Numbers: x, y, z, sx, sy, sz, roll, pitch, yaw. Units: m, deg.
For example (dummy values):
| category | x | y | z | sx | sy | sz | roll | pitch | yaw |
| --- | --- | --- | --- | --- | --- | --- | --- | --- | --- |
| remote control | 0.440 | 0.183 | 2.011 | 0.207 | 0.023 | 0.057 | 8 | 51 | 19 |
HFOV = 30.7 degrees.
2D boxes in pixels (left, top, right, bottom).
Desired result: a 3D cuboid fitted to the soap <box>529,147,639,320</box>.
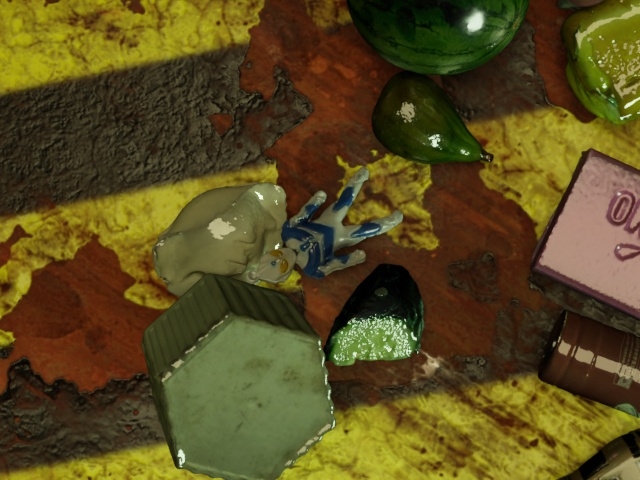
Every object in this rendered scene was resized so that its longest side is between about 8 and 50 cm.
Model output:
| category | x | y | z | sx | sy | sz | roll | pitch | yaw |
| --- | --- | --- | --- | --- | --- | --- | --- | --- | --- |
| soap | 0.428 | 0.010 | 1.535 | 0.259 | 0.081 | 0.181 | 27 | 88 | 6 |

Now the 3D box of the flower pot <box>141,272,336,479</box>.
| category | x | y | z | sx | sy | sz | roll | pitch | yaw |
| --- | --- | --- | --- | --- | --- | --- | --- | --- | --- |
| flower pot | -0.108 | 0.175 | 1.477 | 0.209 | 0.189 | 0.239 | -12 | 107 | -12 |

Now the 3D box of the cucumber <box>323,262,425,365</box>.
| category | x | y | z | sx | sy | sz | roll | pitch | yaw |
| --- | --- | --- | --- | --- | --- | --- | --- | --- | --- |
| cucumber | 0.079 | 0.091 | 1.502 | 0.115 | 0.193 | 0.085 | 9 | 113 | 10 |

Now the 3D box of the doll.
| category | x | y | z | sx | sy | sz | roll | pitch | yaw |
| --- | --- | --- | --- | --- | --- | --- | --- | --- | --- |
| doll | 0.000 | 0.000 | 1.561 | 0.227 | 0.057 | 0.114 | -35 | 88 | -15 |

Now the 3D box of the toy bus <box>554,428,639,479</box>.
| category | x | y | z | sx | sy | sz | roll | pitch | yaw |
| --- | --- | --- | --- | --- | --- | --- | --- | --- | --- |
| toy bus | 0.421 | 0.395 | 1.478 | 0.157 | 0.139 | 0.289 | -24 | 87 | 7 |

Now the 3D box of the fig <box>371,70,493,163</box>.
| category | x | y | z | sx | sy | sz | roll | pitch | yaw |
| --- | --- | --- | --- | --- | --- | --- | --- | --- | --- |
| fig | 0.150 | -0.146 | 1.568 | 0.177 | 0.117 | 0.117 | 36 | 88 | -15 |

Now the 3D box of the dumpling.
| category | x | y | z | sx | sy | sz | roll | pitch | yaw |
| --- | --- | --- | --- | --- | --- | --- | --- | --- | --- |
| dumpling | -0.125 | 0.007 | 1.573 | 0.181 | 0.111 | 0.155 | -14 | 117 | 12 |

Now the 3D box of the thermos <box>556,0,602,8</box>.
| category | x | y | z | sx | sy | sz | roll | pitch | yaw |
| --- | --- | --- | --- | --- | --- | --- | --- | --- | --- |
| thermos | 0.353 | -0.456 | 1.518 | 0.136 | 0.109 | 0.330 | -7 | 68 | 15 |

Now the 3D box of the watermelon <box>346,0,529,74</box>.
| category | x | y | z | sx | sy | sz | roll | pitch | yaw |
| --- | --- | --- | --- | --- | --- | --- | --- | --- | --- |
| watermelon | 0.150 | -0.331 | 1.508 | 0.242 | 0.242 | 0.242 | 0 | 85 | 4 |

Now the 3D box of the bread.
| category | x | y | z | sx | sy | sz | roll | pitch | yaw |
| --- | --- | --- | --- | --- | --- | --- | --- | --- | --- |
| bread | 0.493 | -0.304 | 1.539 | 0.384 | 0.112 | 0.166 | -31 | 99 | 2 |

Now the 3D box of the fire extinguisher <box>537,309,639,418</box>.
| category | x | y | z | sx | sy | sz | roll | pitch | yaw |
| --- | --- | --- | --- | --- | --- | --- | --- | --- | --- |
| fire extinguisher | 0.455 | 0.207 | 1.495 | 0.344 | 0.102 | 0.138 | 21 | 50 | 6 |
